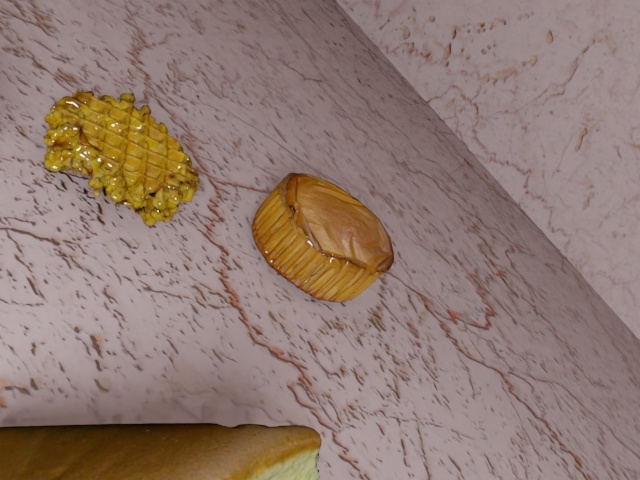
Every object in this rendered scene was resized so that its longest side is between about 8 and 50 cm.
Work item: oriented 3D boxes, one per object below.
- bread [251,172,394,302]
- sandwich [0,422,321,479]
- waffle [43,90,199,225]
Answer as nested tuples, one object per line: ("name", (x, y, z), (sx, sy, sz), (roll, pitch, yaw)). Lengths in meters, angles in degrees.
("bread", (0.000, -0.001, 1.156), (0.199, 0.104, 0.199), (31, 31, -21))
("sandwich", (-0.114, 0.184, 0.508), (0.235, 0.122, 0.128), (-5, 27, 3))
("waffle", (-0.244, -0.101, 0.994), (0.193, 0.070, 0.197), (43, 26, 1))
